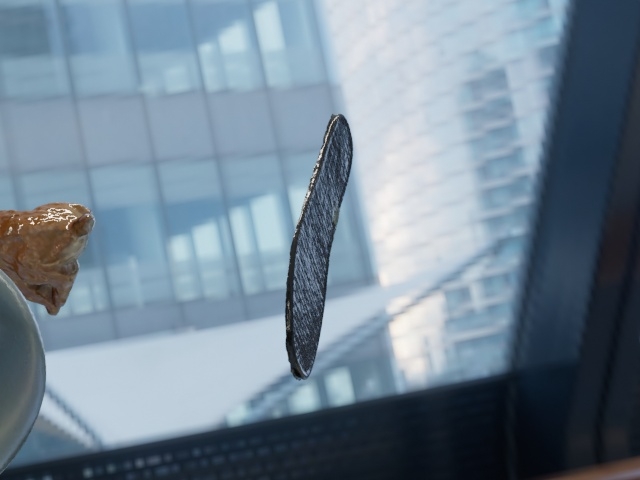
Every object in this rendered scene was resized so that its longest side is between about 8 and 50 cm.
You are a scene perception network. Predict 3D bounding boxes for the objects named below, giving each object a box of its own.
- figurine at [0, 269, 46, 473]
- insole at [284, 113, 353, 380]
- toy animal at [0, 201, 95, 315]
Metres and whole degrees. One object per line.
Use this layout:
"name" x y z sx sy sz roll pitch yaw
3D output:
"figurine" -0.302 0.092 1.485 0.205 0.224 0.382 15 4 5
"insole" 0.000 0.000 1.791 0.012 0.309 0.110 -3 -45 18
"toy animal" -0.322 -0.015 1.851 0.185 0.104 0.184 23 -29 -7
